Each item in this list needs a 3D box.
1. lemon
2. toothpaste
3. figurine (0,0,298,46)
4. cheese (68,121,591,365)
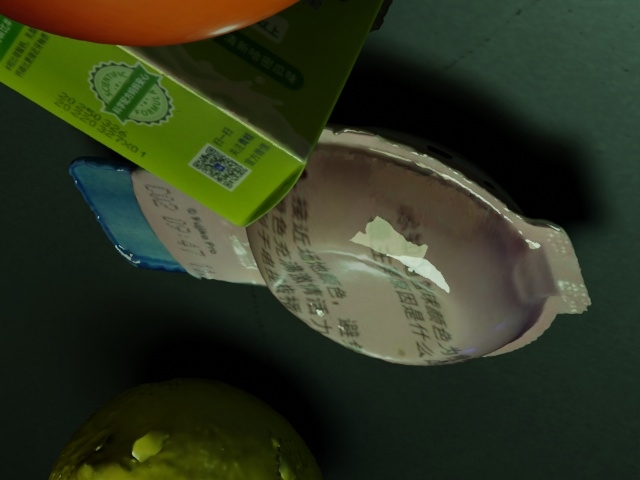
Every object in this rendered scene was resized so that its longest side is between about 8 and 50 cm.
[{"bbox_3d":[-0.083,0.170,1.207,0.173,0.173,0.206,5,154,26],"label":"lemon"},{"bbox_3d":[-0.130,-0.138,0.861,0.327,0.110,0.077,31,148,-11],"label":"toothpaste"},{"bbox_3d":[-0.042,-0.186,0.664,0.320,0.196,0.323,32,136,-24],"label":"figurine"},{"bbox_3d":[0.000,0.000,1.010,0.286,0.074,0.189,6,143,30],"label":"cheese"}]
